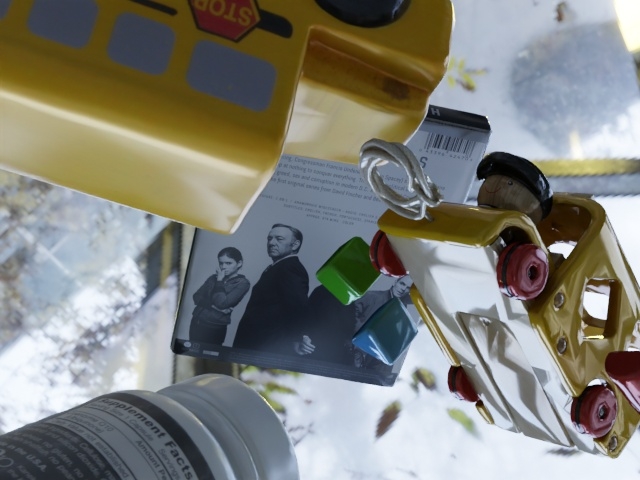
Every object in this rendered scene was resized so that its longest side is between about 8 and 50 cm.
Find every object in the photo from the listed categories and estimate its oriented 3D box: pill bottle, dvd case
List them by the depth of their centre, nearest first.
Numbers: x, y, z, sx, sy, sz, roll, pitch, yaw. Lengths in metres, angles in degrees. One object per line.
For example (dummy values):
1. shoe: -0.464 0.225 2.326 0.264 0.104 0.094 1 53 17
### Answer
1. dvd case: 0.000 0.000 0.791 0.179 0.238 0.029 11 -146 -9
2. pill bottle: -0.193 0.239 0.894 0.204 0.204 0.361 4 -167 38

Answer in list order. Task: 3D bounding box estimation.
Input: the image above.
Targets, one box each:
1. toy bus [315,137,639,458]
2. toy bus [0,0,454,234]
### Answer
1. toy bus: 0.110 0.018 0.587 0.191 0.202 0.104 37 -117 10
2. toy bus: -0.111 -0.099 0.512 0.108 0.333 0.130 131 -27 -60
